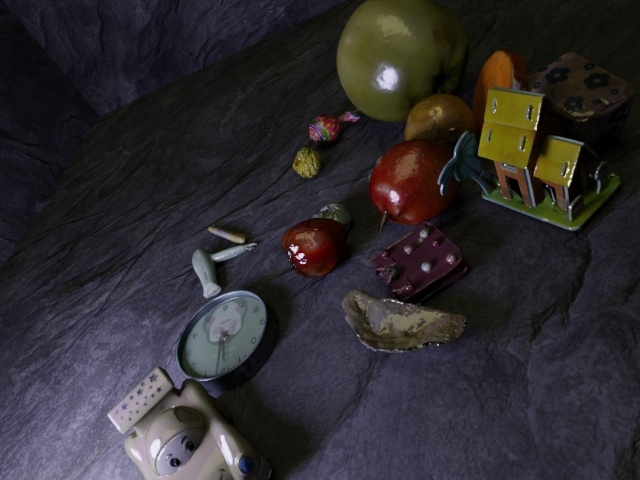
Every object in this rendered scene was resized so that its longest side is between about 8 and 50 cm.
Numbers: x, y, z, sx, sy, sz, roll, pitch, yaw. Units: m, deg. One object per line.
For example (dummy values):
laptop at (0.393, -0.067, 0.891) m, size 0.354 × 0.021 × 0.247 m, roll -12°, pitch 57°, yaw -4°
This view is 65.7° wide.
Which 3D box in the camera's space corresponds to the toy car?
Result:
toy car at (-0.307, 0.471, 1.125) m, size 0.242 × 0.226 × 0.336 m, roll -43°, pitch 39°, yaw -15°

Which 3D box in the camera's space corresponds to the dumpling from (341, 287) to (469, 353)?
dumpling at (0.178, 0.218, 1.190) m, size 0.332 × 0.086 × 0.166 m, roll 9°, pitch 52°, yaw 39°

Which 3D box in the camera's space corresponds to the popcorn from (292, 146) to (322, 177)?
popcorn at (-0.052, -0.297, 1.883) m, size 0.116 × 0.106 × 0.120 m, roll -5°, pitch 45°, yaw 16°

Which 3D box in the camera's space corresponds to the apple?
apple at (0.290, -0.649, 1.780) m, size 0.474 × 0.473 × 0.473 m, roll -18°, pitch 40°, yaw 16°

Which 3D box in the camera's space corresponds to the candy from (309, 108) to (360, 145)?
candy at (0.112, -0.506, 2.021) m, size 0.365 × 0.124 × 0.124 m, roll -32°, pitch 37°, yaw -19°

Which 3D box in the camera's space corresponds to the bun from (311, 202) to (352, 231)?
bun at (0.029, -0.067, 1.599) m, size 0.141 × 0.083 × 0.140 m, roll -20°, pitch 42°, yaw 18°

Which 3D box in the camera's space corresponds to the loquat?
loquat at (0.374, -0.342, 1.549) m, size 0.235 × 0.235 × 0.235 m, roll -18°, pitch 40°, yaw 16°

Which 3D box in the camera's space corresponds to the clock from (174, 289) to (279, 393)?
clock at (-0.274, 0.283, 1.437) m, size 0.319 × 0.066 × 0.318 m, roll -18°, pitch 41°, yaw 16°

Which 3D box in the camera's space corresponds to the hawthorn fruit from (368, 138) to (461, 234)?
hawthorn fruit at (0.254, -0.135, 1.421) m, size 0.254 × 0.254 × 0.300 m, roll 20°, pitch 76°, yaw 45°

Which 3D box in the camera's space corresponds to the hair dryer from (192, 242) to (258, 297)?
hair dryer at (-0.316, 0.075, 1.705) m, size 0.237 × 0.075 × 0.206 m, roll -27°, pitch 45°, yaw -8°

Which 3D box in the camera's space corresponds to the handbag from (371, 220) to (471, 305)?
handbag at (0.257, 0.061, 1.318) m, size 0.216 × 0.074 × 0.203 m, roll -32°, pitch 38°, yaw -1°

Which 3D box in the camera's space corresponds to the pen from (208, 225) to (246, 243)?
pen at (-0.346, -0.024, 1.842) m, size 0.040 × 0.032 × 0.233 m, roll -28°, pitch 31°, yaw -35°

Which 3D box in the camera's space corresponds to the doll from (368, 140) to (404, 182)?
doll at (0.233, -0.251, 1.674) m, size 0.214 × 0.071 × 0.103 m, roll -54°, pitch 31°, yaw -14°

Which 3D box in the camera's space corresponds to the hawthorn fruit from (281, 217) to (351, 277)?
hawthorn fruit at (0.000, 0.000, 1.475) m, size 0.235 × 0.181 × 0.181 m, roll -38°, pitch 39°, yaw -8°

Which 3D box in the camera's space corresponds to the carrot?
carrot at (0.545, -0.432, 1.490) m, size 0.100 × 0.258 × 0.307 m, roll 3°, pitch 5°, yaw -1°

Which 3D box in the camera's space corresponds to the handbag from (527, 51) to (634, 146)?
handbag at (0.703, -0.363, 1.367) m, size 0.190 × 0.193 × 0.251 m, roll -34°, pitch 49°, yaw 5°

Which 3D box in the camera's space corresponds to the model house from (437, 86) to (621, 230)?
model house at (0.502, -0.196, 1.231) m, size 0.340 × 0.323 × 0.300 m, roll -42°, pitch 39°, yaw -12°
